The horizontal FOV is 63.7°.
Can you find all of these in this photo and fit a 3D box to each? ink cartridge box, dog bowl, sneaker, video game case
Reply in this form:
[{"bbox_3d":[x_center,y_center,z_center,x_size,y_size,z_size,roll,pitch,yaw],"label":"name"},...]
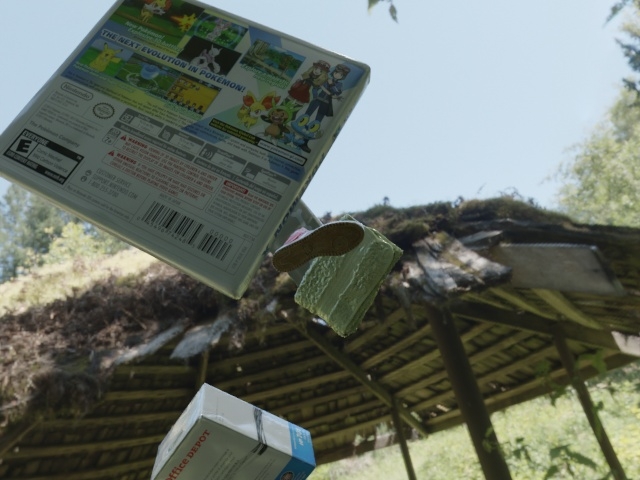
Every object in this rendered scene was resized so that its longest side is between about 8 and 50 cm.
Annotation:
[{"bbox_3d":[-0.125,0.317,0.754,0.191,0.082,0.139,32,-76,-17],"label":"ink cartridge box"},{"bbox_3d":[-0.055,-0.002,1.005,0.102,0.349,0.348,-39,-31,-4],"label":"dog bowl"},{"bbox_3d":[0.000,0.000,0.639,0.119,0.042,0.067,-20,10,14],"label":"sneaker"},{"bbox_3d":[-0.155,-0.135,0.577,0.329,0.299,0.036,25,-18,13],"label":"video game case"}]

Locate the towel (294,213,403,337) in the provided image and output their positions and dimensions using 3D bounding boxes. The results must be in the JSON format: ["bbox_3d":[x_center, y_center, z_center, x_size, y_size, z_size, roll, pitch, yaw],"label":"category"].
[{"bbox_3d":[0.034,0.047,0.713,0.148,0.110,0.027,-59,-26,5],"label":"towel"}]
